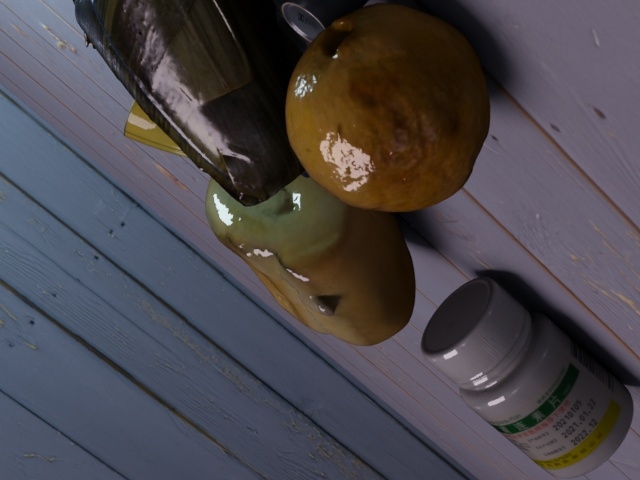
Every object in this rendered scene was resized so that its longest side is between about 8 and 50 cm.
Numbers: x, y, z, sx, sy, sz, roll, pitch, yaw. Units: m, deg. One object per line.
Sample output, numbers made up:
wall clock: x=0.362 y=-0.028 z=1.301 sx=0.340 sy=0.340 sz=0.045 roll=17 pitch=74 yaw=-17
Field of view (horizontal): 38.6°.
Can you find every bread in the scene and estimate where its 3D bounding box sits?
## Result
bread: x=0.000 y=0.000 z=1.576 sx=0.348 sy=0.253 sz=0.376 roll=31 pitch=165 yaw=36

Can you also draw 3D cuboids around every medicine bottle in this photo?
medicine bottle: x=0.351 y=0.233 z=1.576 sx=0.340 sy=0.208 sz=0.208 roll=40 pitch=166 yaw=-15

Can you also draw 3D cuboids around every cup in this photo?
cup: x=0.003 y=-0.276 z=1.022 sx=0.078 sy=0.077 sz=0.100 roll=32 pitch=165 yaw=18

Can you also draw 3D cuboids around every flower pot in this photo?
flower pot: x=-0.214 y=-0.223 z=1.544 sx=0.179 sy=0.195 sz=0.195 roll=27 pitch=168 yaw=-8

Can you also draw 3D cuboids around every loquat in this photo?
loquat: x=0.075 y=-0.139 z=0.994 sx=0.193 sy=0.238 sz=0.238 roll=28 pitch=164 yaw=43

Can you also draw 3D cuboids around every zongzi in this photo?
zongzi: x=-0.122 y=-0.270 z=1.036 sx=0.403 sy=0.208 sz=0.432 roll=52 pitch=155 yaw=11
